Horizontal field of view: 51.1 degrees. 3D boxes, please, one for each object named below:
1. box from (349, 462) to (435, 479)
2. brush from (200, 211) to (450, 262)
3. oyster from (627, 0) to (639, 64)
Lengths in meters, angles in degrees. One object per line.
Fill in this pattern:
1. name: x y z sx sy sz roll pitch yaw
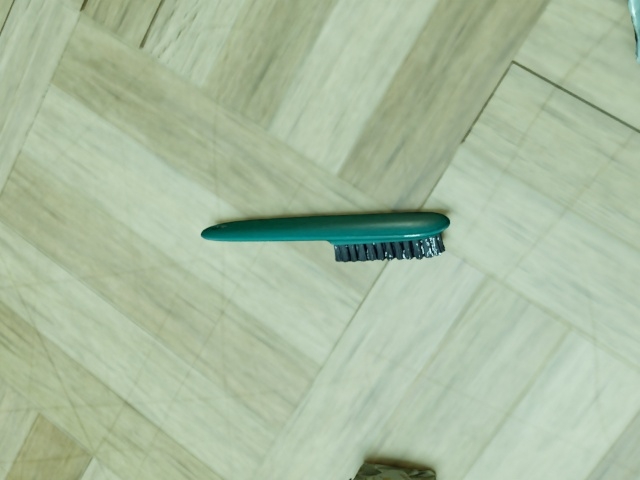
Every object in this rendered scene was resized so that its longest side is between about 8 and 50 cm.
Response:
1. box: 0.053 0.219 0.495 0.062 0.045 0.098 0 94 17
2. brush: 0.000 0.000 0.497 0.193 0.043 0.032 -3 111 20
3. oyster: 0.304 -0.222 0.332 0.162 0.158 0.351 28 98 -29
